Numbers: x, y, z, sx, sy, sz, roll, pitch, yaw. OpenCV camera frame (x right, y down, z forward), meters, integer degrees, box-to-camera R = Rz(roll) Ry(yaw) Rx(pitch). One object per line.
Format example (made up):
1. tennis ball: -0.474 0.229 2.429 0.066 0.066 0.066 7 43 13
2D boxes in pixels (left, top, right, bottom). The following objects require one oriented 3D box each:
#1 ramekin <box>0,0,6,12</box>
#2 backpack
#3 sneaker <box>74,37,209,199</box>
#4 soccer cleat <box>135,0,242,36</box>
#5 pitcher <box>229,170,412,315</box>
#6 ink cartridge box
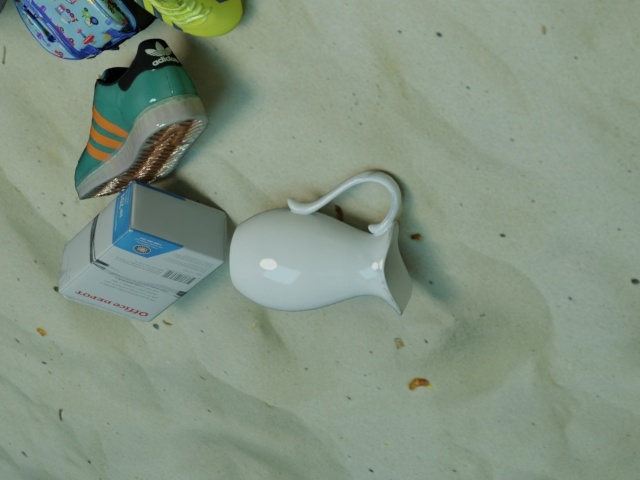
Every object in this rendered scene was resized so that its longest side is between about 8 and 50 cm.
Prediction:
1. ramekin: -0.483 -0.329 1.735 0.277 0.135 0.277 2 109 5
2. backpack: -0.285 -0.280 1.738 0.173 0.117 0.158 -22 112 43
3. sneaker: -0.228 -0.143 1.837 0.302 0.108 0.121 -35 71 55
4. soccer cleat: -0.168 -0.276 1.598 0.093 0.121 0.289 -36 146 11
5. pitcher: 0.000 0.000 1.813 0.207 0.125 0.177 3 106 15
6. ink cartridge box: -0.228 0.018 1.932 0.140 0.082 0.191 20 144 -30
